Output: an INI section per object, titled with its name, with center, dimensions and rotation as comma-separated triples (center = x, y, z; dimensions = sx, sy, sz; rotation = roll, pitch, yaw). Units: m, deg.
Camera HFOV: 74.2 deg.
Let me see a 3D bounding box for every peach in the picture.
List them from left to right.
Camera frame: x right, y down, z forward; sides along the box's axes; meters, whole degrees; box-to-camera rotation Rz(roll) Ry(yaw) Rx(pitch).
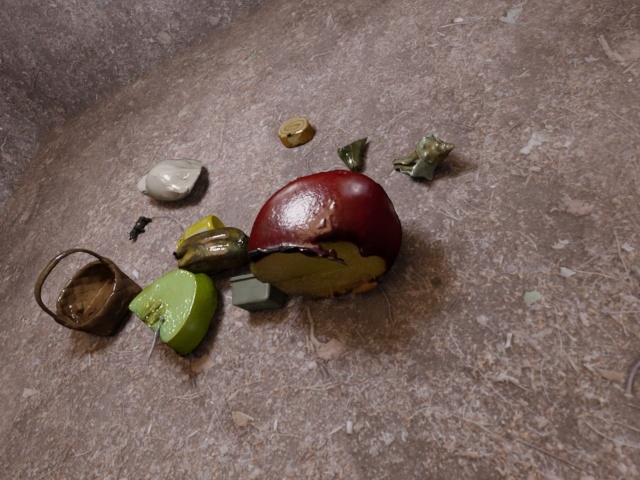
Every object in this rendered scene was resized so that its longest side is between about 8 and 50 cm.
[peach]
center = 0.000, 0.000, 1.172
dimensions = 0.416, 0.339, 0.353
rotation = -34, 50, -5

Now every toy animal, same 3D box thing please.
[toy animal]
center = -0.831, -0.054, 1.927
dimensions = 0.065, 0.047, 0.136
rotation = 4, 61, 40

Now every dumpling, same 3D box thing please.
[dumpling]
center = -0.662, -0.295, 1.919
dimensions = 0.341, 0.181, 0.260
rotation = -16, 37, 50

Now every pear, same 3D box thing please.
[pear]
center = -0.461, 0.224, 1.414
dimensions = 0.292, 0.159, 0.292
rotation = -14, 52, 18

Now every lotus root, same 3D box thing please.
[lotus root]
center = -0.366, 0.040, 1.477
dimensions = 0.275, 0.160, 0.152
rotation = -11, 62, 11

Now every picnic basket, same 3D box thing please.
[picnic basket]
center = -0.911, 0.183, 1.611
dimensions = 0.337, 0.337, 0.293
rotation = 13, 64, 37

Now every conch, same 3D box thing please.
[conch]
center = 0.326, -0.244, 1.324
dimensions = 0.234, 0.114, 0.137
rotation = -45, 20, 47

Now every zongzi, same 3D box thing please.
[zongzi]
center = 0.147, -0.301, 1.508
dimensions = 0.130, 0.062, 0.154
rotation = -28, 52, -6

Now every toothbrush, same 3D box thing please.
[toothbrush]
center = -0.494, 0.288, 1.273
dimensions = 0.013, 0.011, 0.131
rotation = -24, 47, 38

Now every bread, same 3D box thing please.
[bread]
center = -0.106, -0.457, 1.761
dimensions = 0.149, 0.073, 0.122
rotation = -14, 49, 22

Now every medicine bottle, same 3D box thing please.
[medicine bottle]
center = -0.468, 0.002, 1.608
dimensions = 0.212, 0.122, 0.122
rotation = -28, 47, 11

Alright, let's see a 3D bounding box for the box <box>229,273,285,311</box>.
[box]
center = -0.193, 0.165, 1.324
dimensions = 0.172, 0.124, 0.093
rotation = -12, 62, 26
